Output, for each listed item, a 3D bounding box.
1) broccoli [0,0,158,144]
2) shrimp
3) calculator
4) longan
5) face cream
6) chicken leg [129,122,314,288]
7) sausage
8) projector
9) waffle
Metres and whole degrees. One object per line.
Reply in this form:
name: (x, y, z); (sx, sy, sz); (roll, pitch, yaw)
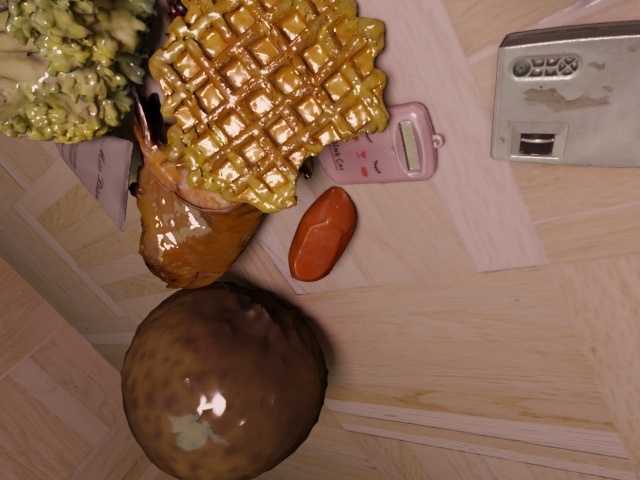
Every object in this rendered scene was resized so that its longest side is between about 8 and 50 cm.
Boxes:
broccoli: (-0.402, -0.278, 0.507); (0.293, 0.280, 0.348); (40, 124, -5)
shrimp: (-0.182, -0.174, 0.541); (0.178, 0.075, 0.289); (-15, 103, 20)
calculator: (0.071, -0.120, 0.517); (0.175, 0.032, 0.100); (2, 127, 33)
longan: (-0.180, 0.263, 0.789); (0.392, 0.391, 0.390); (19, 135, 20)
face cream: (-0.386, -0.140, 0.700); (0.314, 0.089, 0.143); (32, 113, 38)
chicken leg: (-0.185, -0.091, 0.645); (0.410, 0.182, 0.295); (-26, 94, 37)
sausage: (0.000, 0.000, 0.637); (0.089, 0.089, 0.179); (30, 129, 8)
projector: (0.242, -0.132, 0.366); (0.147, 0.061, 0.115); (10, 130, 28)
waffle: (-0.060, -0.161, 0.458); (0.292, 0.051, 0.290); (1, 105, 4)
